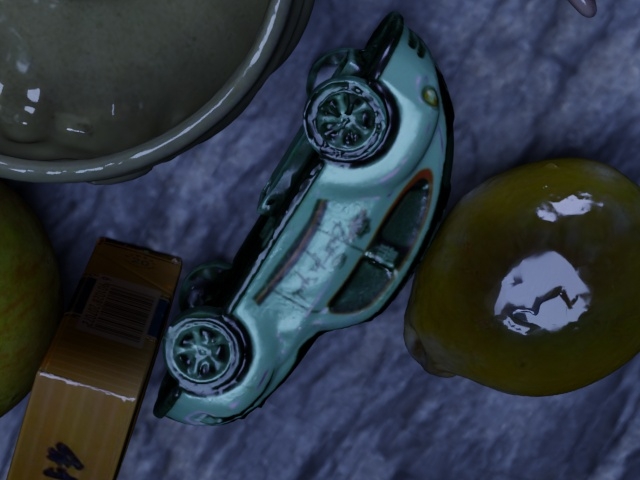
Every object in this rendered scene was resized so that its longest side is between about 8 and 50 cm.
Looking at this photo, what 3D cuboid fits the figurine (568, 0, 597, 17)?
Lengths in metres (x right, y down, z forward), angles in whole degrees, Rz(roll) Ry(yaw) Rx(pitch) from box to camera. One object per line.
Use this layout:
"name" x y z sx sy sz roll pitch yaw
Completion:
"figurine" 0.139 -0.207 1.152 0.138 0.125 0.125 11 111 11

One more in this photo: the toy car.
"toy car" 0.000 0.000 1.210 0.125 0.136 0.306 29 103 -6

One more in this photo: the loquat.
"loquat" 0.143 0.028 1.225 0.195 0.152 0.152 -27 107 5

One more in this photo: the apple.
"apple" -0.268 0.041 1.223 0.196 0.196 0.196 0 110 1

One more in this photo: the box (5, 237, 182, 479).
"box" -0.153 0.110 1.213 0.070 0.237 0.152 17 109 -2

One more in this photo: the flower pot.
"flower pot" -0.143 -0.196 1.100 0.307 0.244 0.307 1 111 3
